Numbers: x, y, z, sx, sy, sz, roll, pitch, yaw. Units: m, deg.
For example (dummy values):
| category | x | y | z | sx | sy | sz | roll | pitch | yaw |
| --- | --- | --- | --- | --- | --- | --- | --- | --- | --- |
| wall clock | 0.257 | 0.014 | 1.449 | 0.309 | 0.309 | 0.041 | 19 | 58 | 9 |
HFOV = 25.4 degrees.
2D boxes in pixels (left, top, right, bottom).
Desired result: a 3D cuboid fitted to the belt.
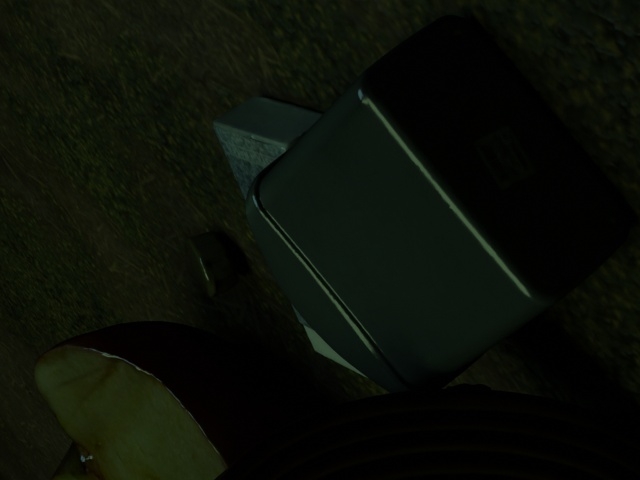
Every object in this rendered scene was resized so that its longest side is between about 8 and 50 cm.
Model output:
| category | x | y | z | sx | sy | sz | roll | pitch | yaw |
| --- | --- | --- | --- | --- | --- | --- | --- | --- | --- |
| belt | 0.082 | 0.202 | 0.843 | 0.122 | 0.338 | 0.217 | 128 | 143 | -69 |

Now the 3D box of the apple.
| category | x | y | z | sx | sy | sz | roll | pitch | yaw |
| --- | --- | --- | --- | --- | --- | --- | --- | --- | --- |
| apple | -0.113 | 0.247 | 1.279 | 0.365 | 0.295 | 0.329 | 31 | 175 | 35 |

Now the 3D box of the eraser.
| category | x | y | z | sx | sy | sz | roll | pitch | yaw |
| --- | --- | --- | --- | --- | --- | --- | --- | --- | --- |
| eraser | 0.000 | 0.000 | 1.009 | 0.092 | 0.046 | 0.212 | 23 | 143 | 49 |

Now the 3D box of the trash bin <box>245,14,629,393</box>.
| category | x | y | z | sx | sy | sz | roll | pitch | yaw |
| --- | --- | --- | --- | --- | --- | --- | --- | --- | --- |
| trash bin | 0.056 | -0.009 | 0.835 | 0.177 | 0.101 | 0.236 | 52 | 155 | 4 |

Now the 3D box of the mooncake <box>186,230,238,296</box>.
| category | x | y | z | sx | sy | sz | roll | pitch | yaw |
| --- | --- | --- | --- | --- | --- | --- | --- | --- | --- |
| mooncake | 0.005 | 0.114 | 1.149 | 0.347 | 0.057 | 0.150 | 46 | 168 | 7 |
